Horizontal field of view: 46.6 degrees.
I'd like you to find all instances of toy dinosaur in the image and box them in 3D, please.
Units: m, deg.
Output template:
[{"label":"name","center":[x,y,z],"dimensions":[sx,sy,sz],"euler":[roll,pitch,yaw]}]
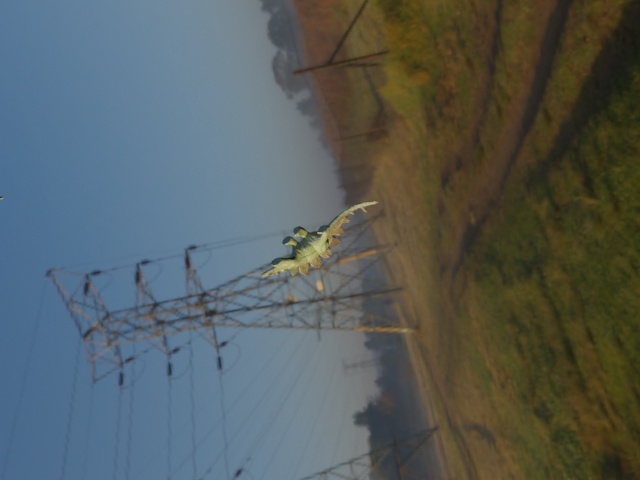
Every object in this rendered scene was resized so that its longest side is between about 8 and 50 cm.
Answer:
[{"label":"toy dinosaur","center":[-0.001,-0.002,1.125],"dimensions":[0.039,0.209,0.082],"euler":[56,-177,33]}]

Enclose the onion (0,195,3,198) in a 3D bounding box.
[{"label":"onion","center":[-0.681,-0.106,1.352],"dimensions":[0.153,0.177,0.177],"euler":[-147,44,-80]}]
